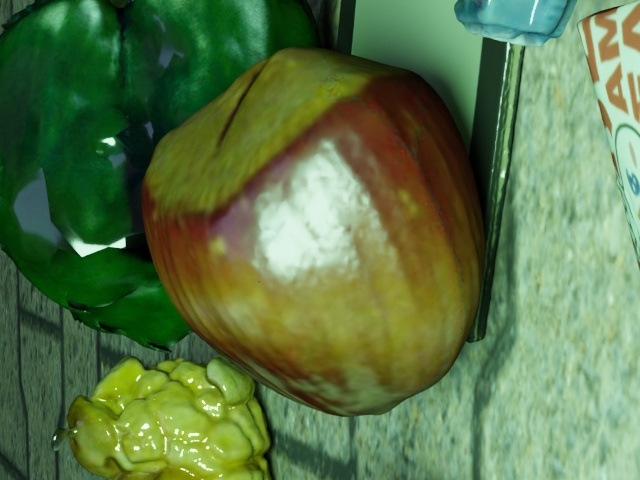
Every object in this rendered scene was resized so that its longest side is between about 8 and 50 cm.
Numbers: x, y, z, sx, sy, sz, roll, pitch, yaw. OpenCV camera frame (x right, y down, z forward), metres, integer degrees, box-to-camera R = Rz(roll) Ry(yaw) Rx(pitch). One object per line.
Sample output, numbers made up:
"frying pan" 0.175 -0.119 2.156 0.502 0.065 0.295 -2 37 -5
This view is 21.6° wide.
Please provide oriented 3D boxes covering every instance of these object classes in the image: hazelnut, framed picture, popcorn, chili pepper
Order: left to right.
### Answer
"chili pepper" -0.103 -0.058 1.186 0.233 0.248 0.256 48 -149 -61
"popcorn" -0.109 0.178 1.382 0.194 0.163 0.140 51 171 8
"hazelnut" 0.002 -0.002 0.980 0.212 0.181 0.181 -7 57 49
"framed picture" 0.064 -0.141 1.057 0.265 0.016 0.347 -138 50 -62

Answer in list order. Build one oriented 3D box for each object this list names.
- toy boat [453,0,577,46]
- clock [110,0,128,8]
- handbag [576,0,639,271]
"toy boat" 0.115 -0.156 0.758 0.309 0.129 0.142 -150 71 -65
"clock" -0.133 -0.089 1.451 0.220 0.106 0.255 155 111 -68
"handbag" 0.181 -0.011 0.574 0.298 0.151 0.171 173 91 -73
